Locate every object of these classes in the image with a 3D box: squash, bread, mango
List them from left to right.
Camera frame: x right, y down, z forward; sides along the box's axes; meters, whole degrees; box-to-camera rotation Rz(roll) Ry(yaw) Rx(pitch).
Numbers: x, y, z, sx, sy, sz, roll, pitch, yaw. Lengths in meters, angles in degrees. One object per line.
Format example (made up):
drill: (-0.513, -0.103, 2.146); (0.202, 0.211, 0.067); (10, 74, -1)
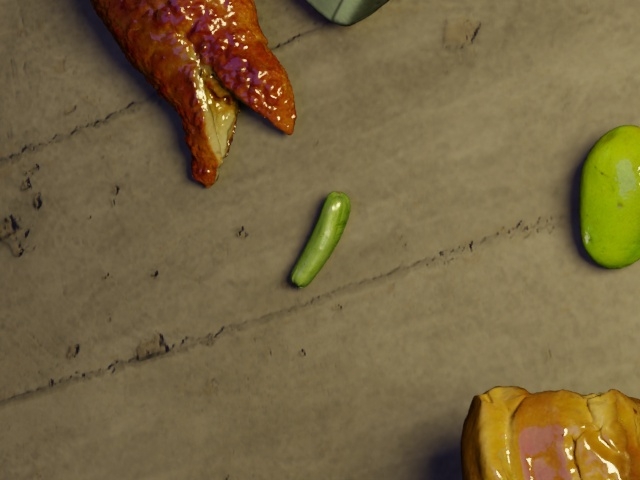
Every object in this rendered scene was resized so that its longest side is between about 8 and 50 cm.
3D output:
bread: (-0.121, -0.185, 1.470); (0.139, 0.095, 0.269); (-38, 69, 31)
squash: (0.001, 0.000, 1.405); (0.027, 0.027, 0.089); (35, 108, 31)
bread: (0.187, 0.267, 1.154); (0.149, 0.195, 0.344); (-17, 72, 24)
mango: (0.223, -0.031, 1.250); (0.073, 0.056, 0.108); (24, 109, 37)

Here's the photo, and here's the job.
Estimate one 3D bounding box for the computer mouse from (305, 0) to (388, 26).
computer mouse: (0.076, -0.326, 1.351); (0.371, 0.122, 0.188); (-39, 64, 26)
